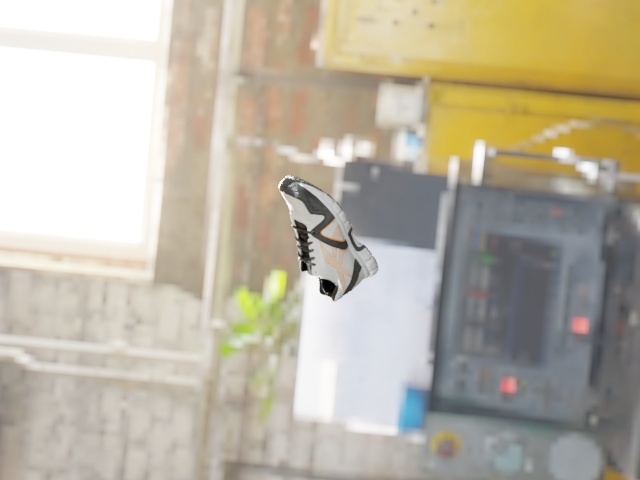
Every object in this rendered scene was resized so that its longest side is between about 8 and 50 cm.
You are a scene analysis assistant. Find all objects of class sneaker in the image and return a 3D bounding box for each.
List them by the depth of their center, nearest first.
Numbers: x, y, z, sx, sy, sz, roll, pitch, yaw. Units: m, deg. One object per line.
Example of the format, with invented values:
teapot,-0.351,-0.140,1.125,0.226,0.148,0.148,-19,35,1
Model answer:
sneaker,0.000,0.000,1.321,0.040,0.044,0.109,30,161,51
